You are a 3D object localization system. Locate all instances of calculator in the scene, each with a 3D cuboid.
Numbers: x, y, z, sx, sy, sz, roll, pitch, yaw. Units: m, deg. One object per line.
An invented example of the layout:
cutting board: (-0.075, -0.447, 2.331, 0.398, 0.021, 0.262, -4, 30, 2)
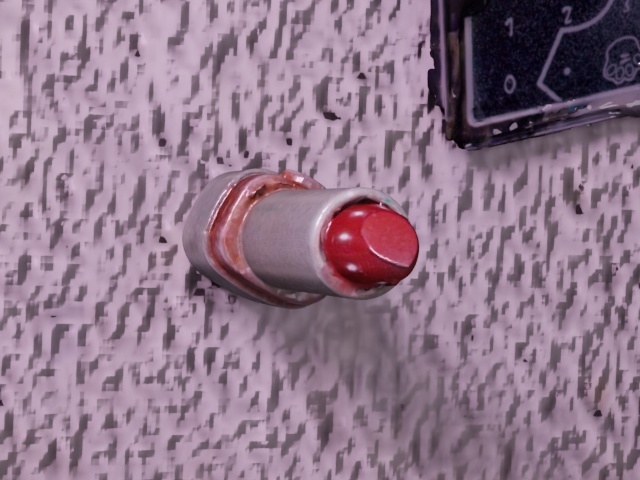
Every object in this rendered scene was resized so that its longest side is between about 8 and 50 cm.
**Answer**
calculator: (0.122, -0.180, 0.755, 0.165, 0.028, 0.274, -13, 116, -19)

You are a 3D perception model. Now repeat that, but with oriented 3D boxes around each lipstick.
lipstick: (0.001, -0.001, 0.673, 0.063, 0.186, 0.057, 30, 81, -18)
